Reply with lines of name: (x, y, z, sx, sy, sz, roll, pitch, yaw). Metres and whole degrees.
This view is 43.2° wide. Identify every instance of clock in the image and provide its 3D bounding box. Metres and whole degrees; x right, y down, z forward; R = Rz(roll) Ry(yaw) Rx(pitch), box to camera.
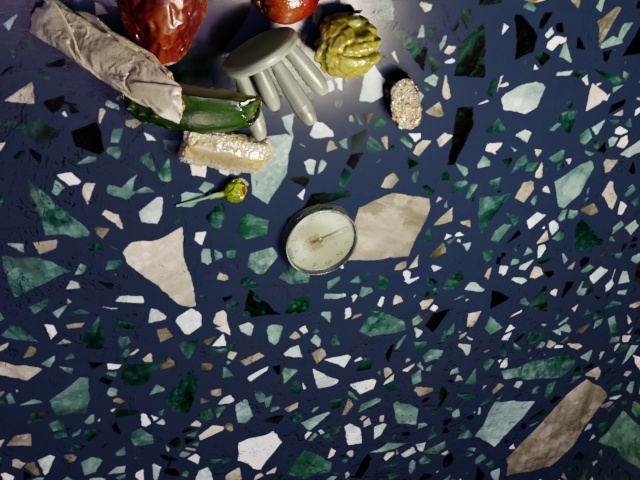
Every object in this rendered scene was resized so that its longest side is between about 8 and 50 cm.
clock: (0.000, 0.000, 2.318, 0.225, 0.049, 0.226, -9, 125, -13)

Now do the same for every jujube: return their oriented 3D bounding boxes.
jujube: (-0.341, -0.526, 1.764, 0.197, 0.197, 0.290, -3, 135, -19)

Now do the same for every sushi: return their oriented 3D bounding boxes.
sushi: (0.218, -0.368, 2.140, 0.090, 0.078, 0.150, -21, 127, -7)

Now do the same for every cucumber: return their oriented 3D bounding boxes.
cucumber: (-0.299, -0.304, 1.875, 0.325, 0.105, 0.145, 11, 126, 14)

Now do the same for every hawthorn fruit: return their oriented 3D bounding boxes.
hawthorn fruit: (-0.064, -0.585, 1.859, 0.194, 0.157, 0.157, -29, 129, -23)

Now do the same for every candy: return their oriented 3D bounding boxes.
candy: (-0.289, -0.116, 2.140, 0.193, 0.062, 0.058, -14, 170, -1)

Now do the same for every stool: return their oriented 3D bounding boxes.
stool: (-0.105, -0.380, 1.929, 0.195, 0.195, 0.199, -14, 126, 26)

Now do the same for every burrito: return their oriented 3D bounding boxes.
burrito: (-0.457, -0.401, 1.775, 0.392, 0.076, 0.117, 33, 113, 0)

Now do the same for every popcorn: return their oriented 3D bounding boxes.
popcorn: (0.068, -0.480, 1.970, 0.173, 0.174, 0.142, -27, 149, -2)

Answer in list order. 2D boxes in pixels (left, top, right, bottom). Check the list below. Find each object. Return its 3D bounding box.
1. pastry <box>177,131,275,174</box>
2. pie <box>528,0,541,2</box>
pastry: (-0.238, -0.228, 2.060, 0.258, 0.089, 0.121, 14, 128, -24)
pie: (0.539, -0.698, 2.047, 0.163, 0.079, 0.194, -19, 128, 4)
